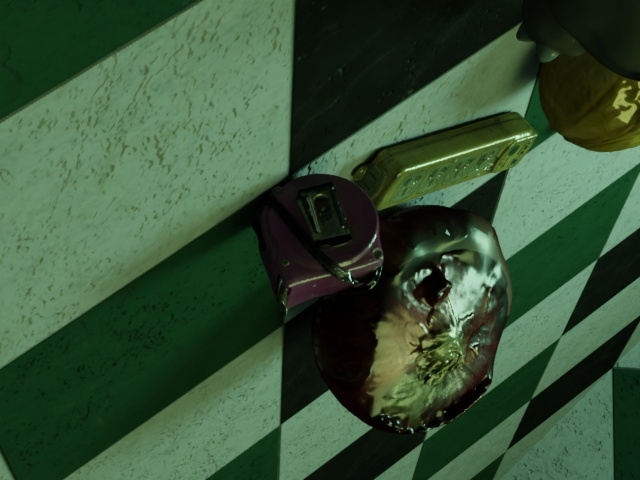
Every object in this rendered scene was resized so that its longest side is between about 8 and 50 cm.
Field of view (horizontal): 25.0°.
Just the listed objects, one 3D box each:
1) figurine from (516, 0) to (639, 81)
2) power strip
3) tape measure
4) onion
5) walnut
[{"bbox_3d":[0.342,-0.292,1.270,0.380,0.248,0.203,-59,152,11],"label":"figurine"},{"bbox_3d":[0.145,-0.090,1.568,0.305,0.044,0.064,-20,151,-47],"label":"power strip"},{"bbox_3d":[0.000,0.000,1.369,0.118,0.125,0.074,-17,155,-17],"label":"tape measure"},{"bbox_3d":[0.093,0.078,1.680,0.272,0.195,0.272,-14,113,-37],"label":"onion"},{"bbox_3d":[0.329,-0.186,1.546,0.206,0.159,0.159,-41,161,15],"label":"walnut"}]
